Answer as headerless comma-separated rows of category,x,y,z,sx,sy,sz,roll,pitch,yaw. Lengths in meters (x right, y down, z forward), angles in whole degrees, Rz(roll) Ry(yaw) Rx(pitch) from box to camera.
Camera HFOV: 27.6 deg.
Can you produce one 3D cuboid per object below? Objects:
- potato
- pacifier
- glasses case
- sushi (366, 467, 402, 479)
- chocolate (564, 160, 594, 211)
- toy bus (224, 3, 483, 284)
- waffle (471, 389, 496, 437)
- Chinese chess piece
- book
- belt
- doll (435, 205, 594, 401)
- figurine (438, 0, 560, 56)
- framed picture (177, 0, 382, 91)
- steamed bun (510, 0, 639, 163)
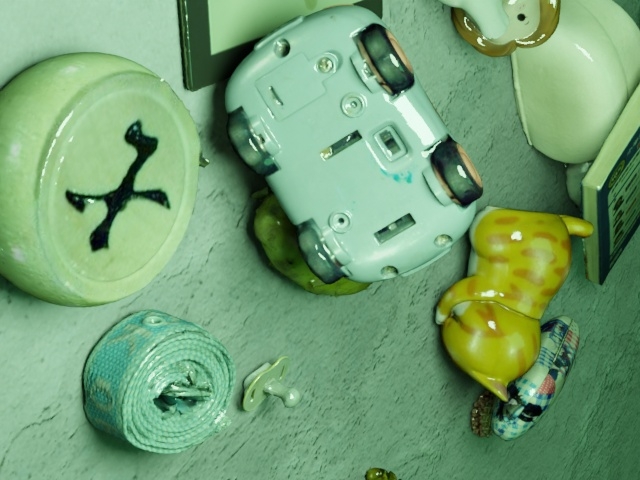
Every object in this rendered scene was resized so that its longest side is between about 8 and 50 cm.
potato,0.000,0.000,1.475,0.225,0.090,0.117,21,69,-53
pacifier,-0.052,0.174,1.490,0.083,0.064,0.068,-34,146,-44
glasses case,0.325,0.200,1.952,0.125,0.076,0.327,-54,175,23
sushi,0.112,0.430,1.760,0.167,0.179,0.296,-55,141,0
chocolate,0.497,-0.184,2.125,0.185,0.100,0.303,29,81,-58
toy bus,0.045,-0.107,1.361,0.288,0.194,0.232,57,18,-8
waffle,0.259,0.265,2.003,0.083,0.029,0.075,-43,132,-35
Chinese chess piece,-0.204,-0.057,1.160,0.237,0.092,0.238,-24,120,-50
book,0.479,-0.120,1.946,0.300,0.039,0.428,-56,159,-11
belt,-0.157,0.145,1.313,0.163,0.082,0.148,-21,123,-49
doll,0.254,0.070,1.811,0.166,0.162,0.270,-10,124,-79
figurine,0.213,-0.327,1.619,0.263,0.142,0.190,31,54,-55
framed picture,-0.035,-0.324,1.370,0.347,0.016,0.265,-30,126,-47
steamed bun,0.378,-0.232,1.868,0.146,0.164,0.242,-48,139,-32
